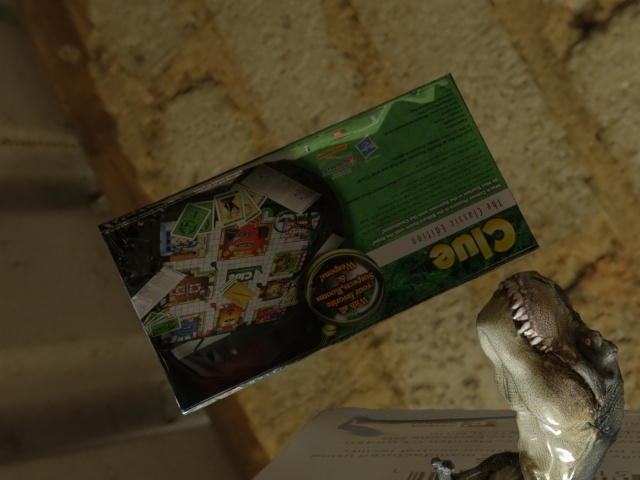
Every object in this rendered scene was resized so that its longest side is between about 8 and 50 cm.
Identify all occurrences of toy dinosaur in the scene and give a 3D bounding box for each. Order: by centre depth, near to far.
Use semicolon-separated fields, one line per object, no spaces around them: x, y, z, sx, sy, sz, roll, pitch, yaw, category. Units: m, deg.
0.044;0.137;0.467;0.118;0.268;0.064;-26;-130;-31;toy dinosaur

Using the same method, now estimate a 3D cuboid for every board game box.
0.000;0.000;0.898;0.030;0.260;0.136;108;137;-75;board game box

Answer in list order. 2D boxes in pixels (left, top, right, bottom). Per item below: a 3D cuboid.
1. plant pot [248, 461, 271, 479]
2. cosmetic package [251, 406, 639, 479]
0.024;0.292;1.303;0.236;0.032;0.236;5;-130;-6;plant pot
0.127;0.320;0.794;0.327;0.329;0.393;-24;-67;-78;cosmetic package
